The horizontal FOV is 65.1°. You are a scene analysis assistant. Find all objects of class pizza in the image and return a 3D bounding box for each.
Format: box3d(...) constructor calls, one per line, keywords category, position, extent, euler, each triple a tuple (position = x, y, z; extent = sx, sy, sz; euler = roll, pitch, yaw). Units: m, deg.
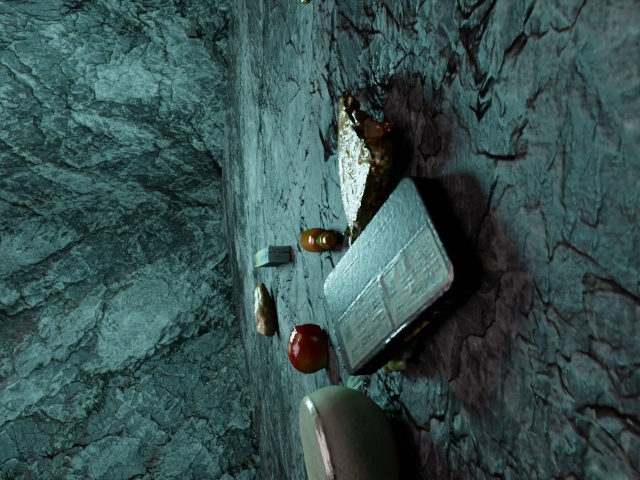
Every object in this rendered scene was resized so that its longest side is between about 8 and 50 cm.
box3d(category="pizza", position=(0.093, -0.149, 0.953), extent=(0.229, 0.082, 0.289), euler=(180, 85, -79))

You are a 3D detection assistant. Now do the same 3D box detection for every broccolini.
box3d(category="broccolini", position=(0.077, 0.009, 1.143), extent=(0.067, 0.058, 0.216), euler=(-10, 76, 38))

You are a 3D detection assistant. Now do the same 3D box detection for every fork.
box3d(category="fork", position=(0.069, 0.405, 1.294), extent=(0.235, 0.021, 0.039), euler=(104, 158, -47))

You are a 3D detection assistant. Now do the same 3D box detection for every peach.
box3d(category="peach", position=(-0.039, 0.325, 1.495), extent=(0.118, 0.151, 0.151), euler=(32, -144, -52))

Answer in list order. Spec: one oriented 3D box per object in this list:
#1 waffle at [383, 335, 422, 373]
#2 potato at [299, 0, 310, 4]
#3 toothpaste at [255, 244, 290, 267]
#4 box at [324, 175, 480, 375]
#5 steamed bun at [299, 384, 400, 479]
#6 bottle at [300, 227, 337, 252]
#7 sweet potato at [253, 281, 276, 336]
box3d(category="waffle", position=(0.129, 0.140, 0.965), extent=(0.204, 0.054, 0.223), euler=(112, 150, -56))
box3d(category="potato", position=(-0.033, -0.655, 1.306), extent=(0.051, 0.040, 0.083), euler=(56, 149, 14))
box3d(category="toothpaste", position=(-0.191, 0.066, 1.950), extent=(0.313, 0.089, 0.070), euler=(159, 111, -73))
box3d(category="box", position=(0.116, 0.073, 0.861), extent=(0.350, 0.058, 0.211), euler=(-54, 42, 44))
box3d(category="steamed bun", position=(0.068, 0.438, 1.035), extent=(0.283, 0.177, 0.282), euler=(172, 90, -76))
box3d(category="bottle", position=(0.000, 0.000, 1.338), extent=(0.187, 0.069, 0.069), euler=(-178, 83, -72))
box3d(category="sweet potato", position=(-0.250, 0.304, 2.195), extent=(0.097, 0.097, 0.251), euler=(120, 141, -62))
